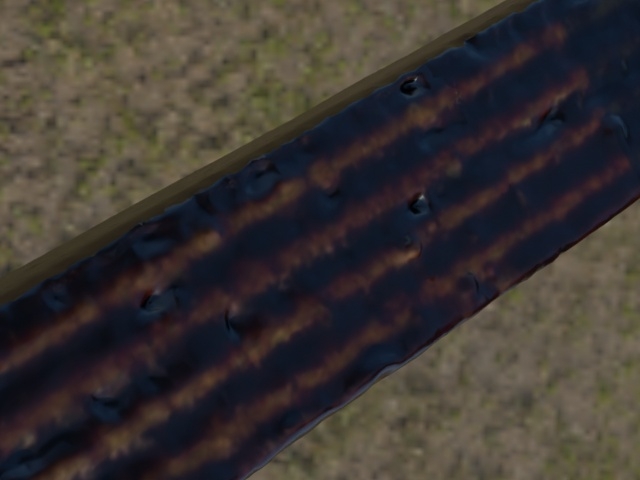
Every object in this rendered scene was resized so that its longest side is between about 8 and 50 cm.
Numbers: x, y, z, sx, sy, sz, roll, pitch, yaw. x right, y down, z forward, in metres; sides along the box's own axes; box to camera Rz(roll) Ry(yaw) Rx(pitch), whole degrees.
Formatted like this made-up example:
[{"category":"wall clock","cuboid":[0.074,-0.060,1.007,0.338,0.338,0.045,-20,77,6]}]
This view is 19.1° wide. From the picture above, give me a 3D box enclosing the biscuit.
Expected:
[{"category":"biscuit","cuboid":[0.000,0.000,0.549,0.388,0.107,0.073,-31,97,-37]}]
